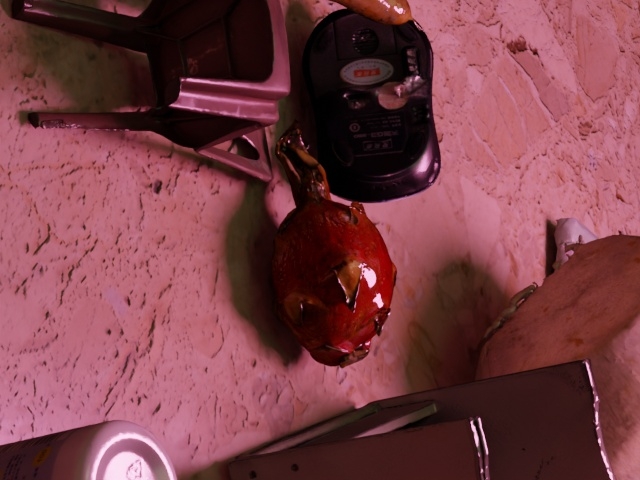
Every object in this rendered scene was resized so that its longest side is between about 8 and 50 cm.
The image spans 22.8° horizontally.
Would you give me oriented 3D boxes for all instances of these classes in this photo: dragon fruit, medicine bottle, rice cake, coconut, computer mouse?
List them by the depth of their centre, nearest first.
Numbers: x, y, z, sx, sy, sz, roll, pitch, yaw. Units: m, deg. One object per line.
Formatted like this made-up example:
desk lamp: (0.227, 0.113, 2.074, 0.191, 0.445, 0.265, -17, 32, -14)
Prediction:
medicine bottle: (-0.198, 0.190, 1.116, 0.103, 0.187, 0.102, 25, 58, -48)
dragon fruit: (0.000, 0.000, 1.547, 0.125, 0.125, 0.246, 4, 64, -43)
computer mouse: (0.054, -0.135, 1.657, 0.096, 0.137, 0.233, 72, 15, -62)
coconut: (0.356, 0.192, 1.764, 0.360, 0.346, 0.346, 52, 40, -25)
rice cake: (0.375, 0.062, 2.096, 0.237, 0.043, 0.127, 31, 52, -44)

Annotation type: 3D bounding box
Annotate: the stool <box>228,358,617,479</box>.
stool: (0.102, 0.232, 1.445, 0.244, 0.270, 0.170, -15, 89, -55)

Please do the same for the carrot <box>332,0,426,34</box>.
carrot: (-0.012, -0.272, 1.586, 0.298, 0.078, 0.078, 20, 58, -24)

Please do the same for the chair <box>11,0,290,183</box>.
chair: (-0.091, -0.158, 1.416, 0.326, 0.183, 0.175, 3, 75, -53)
